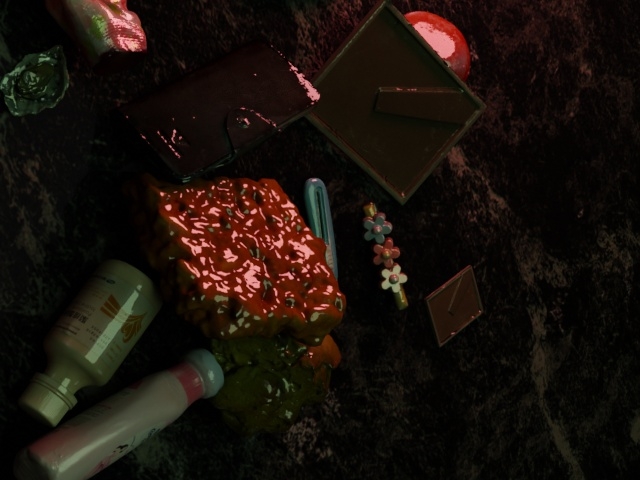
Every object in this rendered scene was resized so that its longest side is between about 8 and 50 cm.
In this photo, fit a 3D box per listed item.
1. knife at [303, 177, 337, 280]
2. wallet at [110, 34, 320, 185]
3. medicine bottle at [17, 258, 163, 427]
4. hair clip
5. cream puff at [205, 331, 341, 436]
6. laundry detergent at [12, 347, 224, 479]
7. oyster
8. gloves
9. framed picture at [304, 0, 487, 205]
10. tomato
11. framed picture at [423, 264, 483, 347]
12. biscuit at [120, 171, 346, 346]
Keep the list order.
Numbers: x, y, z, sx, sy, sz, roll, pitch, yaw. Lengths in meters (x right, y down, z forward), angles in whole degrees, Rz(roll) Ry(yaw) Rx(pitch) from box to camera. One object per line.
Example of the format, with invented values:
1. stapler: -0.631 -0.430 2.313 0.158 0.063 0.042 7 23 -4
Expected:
1. knife: 0.000 0.000 2.191 0.064 0.031 0.222 -16 105 -39
2. wallet: -0.155 -0.205 1.944 0.318 0.172 0.045 -33 161 -35
3. medicine bottle: -0.339 0.152 1.819 0.252 0.114 0.114 -56 129 -23
4. hair clip: 0.120 0.032 2.298 0.062 0.056 0.214 -21 114 -6
5. cream puff: -0.082 0.197 2.047 0.244 0.196 0.244 -13 90 -68
6. laundry detergent: -0.289 0.266 1.854 0.335 0.159 0.088 -30 91 -37
7. oyster: -0.406 -0.225 1.776 0.100 0.037 0.098 -12 84 -23
8. gloves: -0.334 -0.360 1.772 0.145 0.126 0.241 -22 81 -36
9. framed picture: 0.128 -0.241 2.228 0.247 0.022 0.335 -50 130 2
10. tomato: 0.215 -0.336 2.316 0.189 0.099 0.173 50 63 -34
11. framed picture: 0.265 0.130 2.480 0.149 0.011 0.109 -33 117 -38
12. biscuit: -0.128 0.025 1.911 0.312 0.110 0.318 1 53 -43
